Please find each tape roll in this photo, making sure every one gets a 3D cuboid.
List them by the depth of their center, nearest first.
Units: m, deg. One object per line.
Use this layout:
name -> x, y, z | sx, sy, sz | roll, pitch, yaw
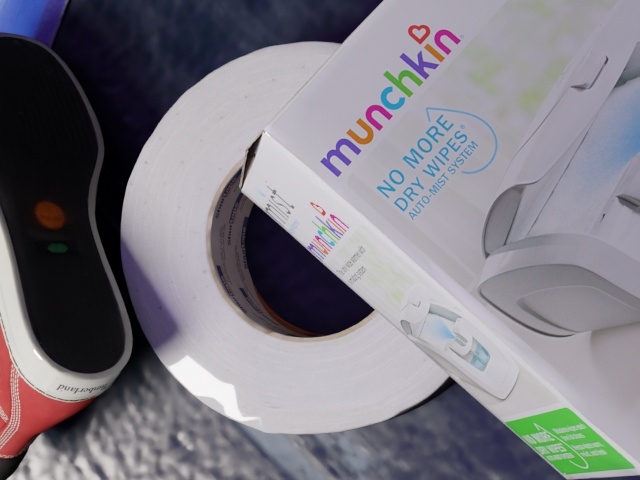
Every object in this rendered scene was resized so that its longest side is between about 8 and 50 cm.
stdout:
tape roll -> 0.000, 0.000, 0.806 | 0.219, 0.072, 0.219 | -1, 87, 14

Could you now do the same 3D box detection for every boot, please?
boot -> -0.197, 0.012, 0.844 | 0.176, 0.088, 0.244 | -43, 52, 43

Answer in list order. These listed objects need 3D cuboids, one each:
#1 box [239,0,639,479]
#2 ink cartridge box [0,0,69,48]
box -> 0.132, -0.056, 0.697 | 0.231, 0.127, 0.262 | 42, 76, 1
ink cartridge box -> -0.302, -0.234, 0.893 | 0.332, 0.065, 0.165 | 21, 92, 12
